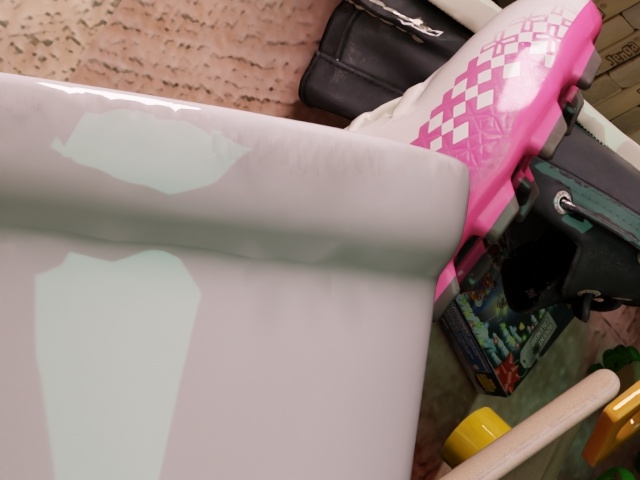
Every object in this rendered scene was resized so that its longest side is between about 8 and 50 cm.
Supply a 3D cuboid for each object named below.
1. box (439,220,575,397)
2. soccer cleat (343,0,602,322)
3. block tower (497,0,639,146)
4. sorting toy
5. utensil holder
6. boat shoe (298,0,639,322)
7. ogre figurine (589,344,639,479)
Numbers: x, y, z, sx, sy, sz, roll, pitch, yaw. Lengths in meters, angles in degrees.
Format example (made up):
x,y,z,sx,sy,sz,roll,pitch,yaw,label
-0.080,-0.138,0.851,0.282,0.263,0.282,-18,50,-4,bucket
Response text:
x,y,z,sx,sy,sz,roll,pitch,yaw,label
0.121,0.013,0.985,0.137,0.027,0.094,-47,121,-30,box
0.000,0.000,0.769,0.143,0.116,0.331,34,84,8,soccer cleat
0.118,-0.175,0.910,0.335,0.091,0.097,37,36,-38,block tower
0.056,0.149,0.863,0.347,0.047,0.196,-28,154,-34,sorting toy
-0.135,0.143,0.574,0.327,0.327,0.386,8,89,-42,utensil holder
0.128,-0.016,0.903,0.340,0.127,0.113,39,90,-23,boat shoe
0.218,0.146,1.038,0.118,0.097,0.197,24,65,-28,ogre figurine
